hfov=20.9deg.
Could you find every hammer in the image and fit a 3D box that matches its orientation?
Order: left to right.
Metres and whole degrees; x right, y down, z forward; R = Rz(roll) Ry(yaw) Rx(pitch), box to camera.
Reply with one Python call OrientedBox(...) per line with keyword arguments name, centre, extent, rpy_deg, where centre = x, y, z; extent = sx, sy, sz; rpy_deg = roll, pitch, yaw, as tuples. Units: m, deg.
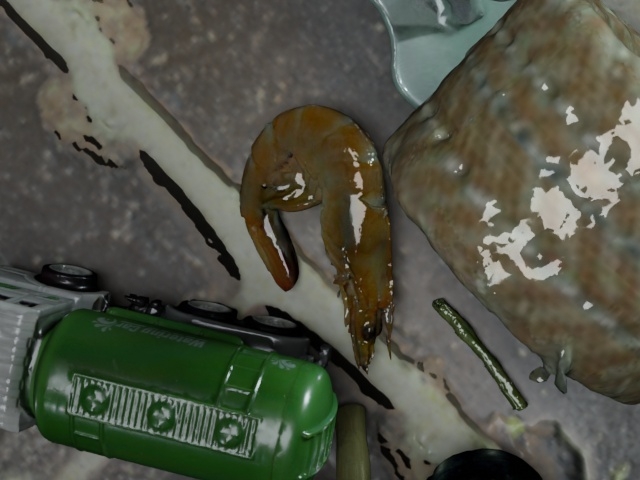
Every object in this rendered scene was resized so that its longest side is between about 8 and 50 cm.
OrientedBox(name="hammer", centre=(0.015, 0.145, 0.963), extent=(0.062, 0.199, 0.013), rpy_deg=(-17, 113, 7))

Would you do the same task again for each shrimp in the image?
OrientedBox(name="shrimp", centre=(-0.003, 0.001, 1.026), extent=(0.095, 0.045, 0.162), rpy_deg=(-6, 97, 13))

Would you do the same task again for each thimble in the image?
OrientedBox(name="thimble", centre=(0.146, -0.023, 0.900), extent=(0.148, 0.229, 0.196), rpy_deg=(-43, 71, 15))

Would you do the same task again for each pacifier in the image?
OrientedBox(name="pacifier", centre=(0.088, -0.140, 0.959), extent=(0.126, 0.116, 0.150), rpy_deg=(-15, 89, -12))

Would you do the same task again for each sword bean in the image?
OrientedBox(name="sword bean", centre=(0.095, 0.067, 1.030), extent=(0.012, 0.012, 0.083), rpy_deg=(-39, 86, 13))

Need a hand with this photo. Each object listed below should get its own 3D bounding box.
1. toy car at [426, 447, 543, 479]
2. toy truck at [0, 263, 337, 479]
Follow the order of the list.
OrientedBox(name="toy car", centre=(0.054, 0.246, 0.972), extent=(0.255, 0.188, 0.190), rpy_deg=(-18, 109, 6))
OrientedBox(name="toy truck", centre=(-0.106, 0.085, 1.017), extent=(0.242, 0.125, 0.101), rpy_deg=(13, 99, 11))
